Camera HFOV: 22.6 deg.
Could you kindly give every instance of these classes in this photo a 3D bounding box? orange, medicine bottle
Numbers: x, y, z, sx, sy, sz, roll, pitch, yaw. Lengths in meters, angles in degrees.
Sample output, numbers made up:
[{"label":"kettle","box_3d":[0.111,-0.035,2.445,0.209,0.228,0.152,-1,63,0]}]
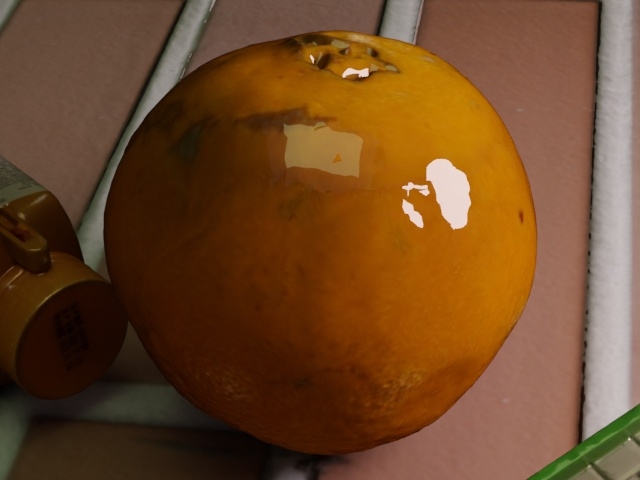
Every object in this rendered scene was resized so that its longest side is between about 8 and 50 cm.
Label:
[{"label":"orange","box_3d":[0.000,0.000,1.135,0.312,0.312,0.312,-3,37,2]},{"label":"medicine bottle","box_3d":[-0.253,0.027,1.241,0.112,0.149,0.222,-30,44,-30]}]

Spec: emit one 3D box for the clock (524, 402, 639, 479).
[{"label":"clock","box_3d":[0.216,0.215,0.869,0.220,0.106,0.255,-32,36,-9]}]
